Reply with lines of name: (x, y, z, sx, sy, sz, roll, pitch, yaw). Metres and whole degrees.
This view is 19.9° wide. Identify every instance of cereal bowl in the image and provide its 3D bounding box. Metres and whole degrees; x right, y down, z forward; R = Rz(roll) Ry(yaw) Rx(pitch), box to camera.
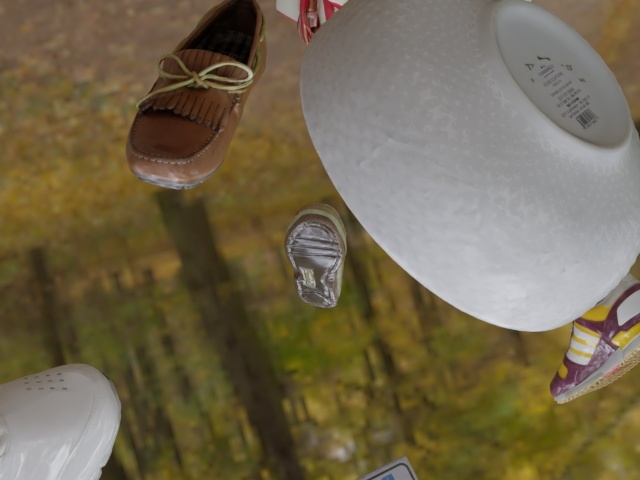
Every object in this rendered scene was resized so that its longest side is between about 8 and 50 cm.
cereal bowl: (0.155, -0.099, 1.530, 0.141, 0.339, 0.339, -43, 163, 34)

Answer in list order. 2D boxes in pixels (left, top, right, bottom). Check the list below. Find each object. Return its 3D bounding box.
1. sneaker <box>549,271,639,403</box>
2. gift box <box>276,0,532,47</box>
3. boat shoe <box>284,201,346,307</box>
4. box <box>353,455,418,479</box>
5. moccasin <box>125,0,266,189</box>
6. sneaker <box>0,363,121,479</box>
sneaker: (0.281, 0.097, 1.845, 0.069, 0.084, 0.185, -18, 162, -37)
gift box: (0.098, -0.351, 2.105, 0.258, 0.255, 0.276, -11, -157, -28)
boat shoe: (0.000, 0.000, 1.992, 0.068, 0.072, 0.190, 17, 153, 6)
box: (-0.037, 0.324, 1.829, 0.290, 0.087, 0.169, -25, 173, -15)
moccasin: (-0.151, -0.199, 2.377, 0.139, 0.147, 0.380, 19, -141, 12)
sneaker: (-0.274, 0.171, 1.261, 0.297, 0.111, 0.129, -30, 154, -9)
